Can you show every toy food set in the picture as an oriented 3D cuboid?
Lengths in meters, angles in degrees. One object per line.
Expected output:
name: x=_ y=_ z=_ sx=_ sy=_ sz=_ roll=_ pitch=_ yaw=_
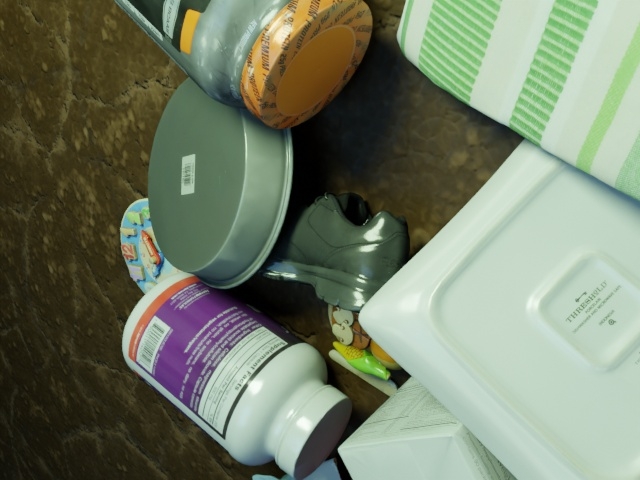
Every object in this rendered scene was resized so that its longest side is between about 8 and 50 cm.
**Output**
toy food set: x=0.058 y=0.111 z=0.742 sx=0.132 sy=0.038 sz=0.192 roll=25 pitch=123 yaw=30

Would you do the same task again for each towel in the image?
towel: x=0.187 y=-0.201 z=0.437 sx=0.325 sy=0.038 sz=0.248 roll=46 pitch=133 yaw=41

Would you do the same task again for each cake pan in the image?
cake pan: x=-0.145 y=-0.084 z=0.749 sx=0.293 sy=0.054 sz=0.294 roll=-4 pitch=84 yaw=49

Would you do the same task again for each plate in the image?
plate: x=0.216 y=0.058 z=0.465 sx=0.277 sy=0.045 sz=0.278 roll=-45 pitch=73 yaw=-3

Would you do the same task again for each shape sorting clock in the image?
shape sorting clock: x=-0.271 y=0.029 z=0.985 sx=0.206 sy=0.040 sz=0.206 roll=17 pitch=119 yaw=34

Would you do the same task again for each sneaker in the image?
sneaker: x=0.000 y=0.000 z=0.714 sx=0.286 sy=0.109 sz=0.130 roll=15 pitch=94 yaw=42

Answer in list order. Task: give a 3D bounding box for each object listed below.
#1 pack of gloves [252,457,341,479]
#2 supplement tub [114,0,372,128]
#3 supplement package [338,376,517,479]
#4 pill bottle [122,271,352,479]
pack of gloves: x=-0.048 y=0.345 z=0.944 sx=0.232 sy=0.046 sz=0.195 roll=-30 pitch=76 yaw=41
supplement tub: x=-0.106 y=-0.276 z=0.611 sx=0.316 sy=0.193 sz=0.194 roll=45 pitch=131 yaw=16
supplement package: x=0.166 y=0.233 z=0.592 sx=0.149 sy=0.203 sz=0.194 roll=-27 pitch=90 yaw=44
pill bottle: x=-0.118 y=0.188 z=0.828 sx=0.322 sy=0.181 sz=0.182 roll=29 pitch=125 yaw=27
